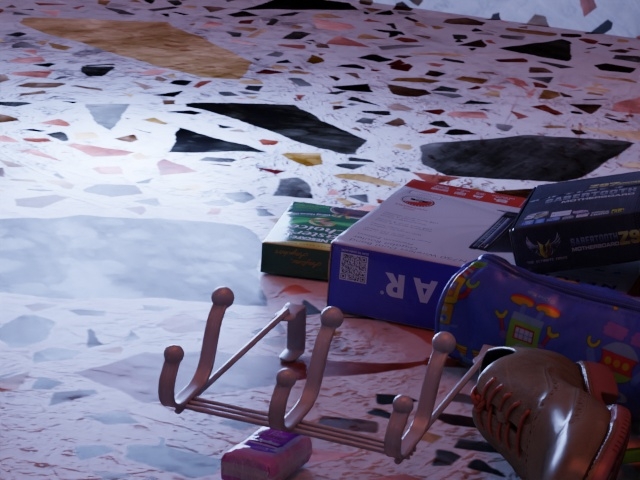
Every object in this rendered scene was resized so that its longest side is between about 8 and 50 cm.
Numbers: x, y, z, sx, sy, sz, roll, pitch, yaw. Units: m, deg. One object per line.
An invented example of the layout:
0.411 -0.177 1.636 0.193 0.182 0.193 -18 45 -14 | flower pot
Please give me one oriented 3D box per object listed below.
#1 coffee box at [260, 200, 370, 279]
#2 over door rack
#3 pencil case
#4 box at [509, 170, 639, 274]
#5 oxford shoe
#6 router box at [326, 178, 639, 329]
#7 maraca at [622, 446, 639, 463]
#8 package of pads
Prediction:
0.000 0.000 2.231 0.113 0.040 0.184 8 18 10 | coffee box
0.020 0.108 1.742 0.240 0.108 0.324 12 11 19 | over door rack
0.262 0.098 1.847 0.306 0.133 0.119 17 25 36 | pencil case
0.333 -0.028 2.002 0.233 0.059 0.183 -7 14 18 | box
0.186 0.171 1.593 0.130 0.123 0.348 20 8 0 | oxford shoe
0.215 0.028 2.127 0.336 0.082 0.301 10 19 18 | router box
0.348 0.185 1.665 0.127 0.099 0.186 0 -8 -39 | maraca
-0.047 0.193 1.643 0.050 0.032 0.083 14 20 24 | package of pads
